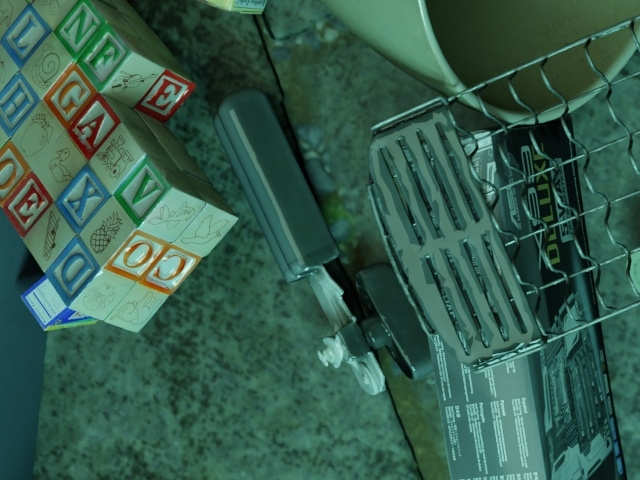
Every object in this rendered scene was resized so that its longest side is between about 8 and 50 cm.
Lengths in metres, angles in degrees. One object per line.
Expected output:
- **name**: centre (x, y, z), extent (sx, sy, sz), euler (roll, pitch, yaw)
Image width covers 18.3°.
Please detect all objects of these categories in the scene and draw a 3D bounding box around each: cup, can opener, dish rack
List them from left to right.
- **can opener**: centre (0.000, 0.000, 1.644), extent (0.093, 0.074, 0.280), euler (-29, 86, -15)
- **cup**: centre (0.091, -0.274, 1.474), extent (0.237, 0.331, 0.331), euler (20, 102, 40)
- **dish rack**: centre (0.168, -0.036, 1.321), extent (0.271, 0.074, 0.208), euler (-23, 87, 13)

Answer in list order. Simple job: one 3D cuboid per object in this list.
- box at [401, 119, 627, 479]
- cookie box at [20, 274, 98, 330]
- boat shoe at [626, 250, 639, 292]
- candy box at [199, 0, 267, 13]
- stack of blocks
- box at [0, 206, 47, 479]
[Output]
- **box**: centre (0.150, 0.066, 1.495), extent (0.076, 0.242, 0.307), euler (-9, 91, 20)
- **cookie box**: centre (-0.188, 0.029, 1.692), extent (0.107, 0.092, 0.040), euler (-39, 78, 19)
- **boat shoe**: centre (0.350, 0.032, 1.514), extent (0.228, 0.068, 0.081), euler (14, 139, 22)
- **candy box**: centre (-0.090, -0.364, 1.624), extent (0.183, 0.087, 0.316), euler (23, 102, 16)
- **stack of blocks**: centre (-0.189, -0.089, 1.615), extent (0.171, 0.087, 0.297), euler (-49, 52, 13)
- **box**: centre (-0.418, 0.098, 1.735), extent (0.312, 0.179, 0.343), euler (9, 98, 18)
